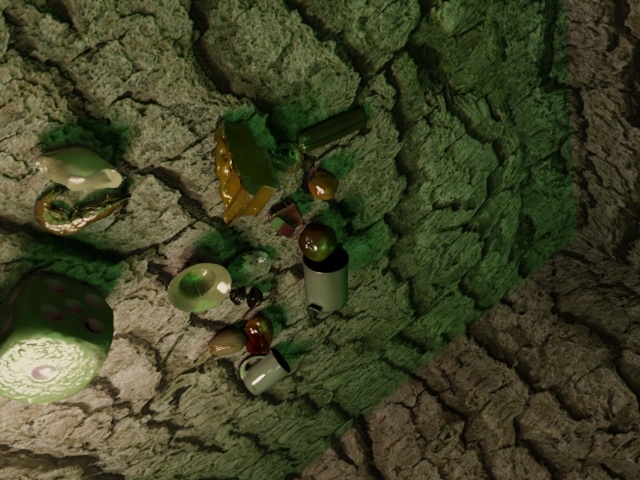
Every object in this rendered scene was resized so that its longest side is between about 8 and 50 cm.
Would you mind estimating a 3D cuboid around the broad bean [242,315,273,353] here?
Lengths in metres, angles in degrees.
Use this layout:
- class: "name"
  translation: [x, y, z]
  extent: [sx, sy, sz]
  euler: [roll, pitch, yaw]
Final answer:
- class: "broad bean"
  translation: [-0.312, 0.466, 2.142]
  extent: [0.156, 0.122, 0.228]
  euler: [6, 118, -2]

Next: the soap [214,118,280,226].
- class: "soap"
  translation: [-0.321, -0.250, 1.643]
  extent: [0.170, 0.304, 0.339]
  euler: [-17, 170, -30]

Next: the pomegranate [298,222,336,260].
- class: "pomegranate"
  translation: [0.000, 0.000, 1.971]
  extent: [0.210, 0.180, 0.179]
  euler: [-18, 139, -62]

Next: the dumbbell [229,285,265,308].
- class: "dumbbell"
  translation: [-0.340, 0.257, 1.976]
  extent: [0.209, 0.099, 0.099]
  euler: [20, 110, -41]

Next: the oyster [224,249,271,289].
- class: "oyster"
  translation: [-0.344, 0.136, 1.889]
  extent: [0.199, 0.087, 0.252]
  euler: [38, 91, -35]

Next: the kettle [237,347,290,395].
- class: "kettle"
  translation: [-0.319, 0.696, 2.304]
  extent: [0.236, 0.161, 0.221]
  euler: [-39, 108, 1]

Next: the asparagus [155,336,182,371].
- class: "asparagus"
  translation: [-0.703, 0.528, 1.998]
  extent: [0.023, 0.022, 0.232]
  euler: [36, 106, 0]

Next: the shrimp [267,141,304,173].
- class: "shrimp"
  translation: [-0.150, -0.337, 1.684]
  extent: [0.224, 0.047, 0.126]
  euler: [14, 107, -46]

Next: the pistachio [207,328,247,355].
- class: "pistachio"
  translation: [-0.448, 0.492, 2.067]
  extent: [0.185, 0.124, 0.124]
  euler: [-18, 131, -18]

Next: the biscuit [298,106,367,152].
- class: "biscuit"
  translation: [0.053, -0.448, 1.734]
  extent: [0.323, 0.038, 0.099]
  euler: [-28, 130, -18]

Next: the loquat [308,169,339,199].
- class: "loquat"
  translation: [0.012, -0.239, 1.826]
  extent: [0.137, 0.113, 0.137]
  euler: [-1, 92, -32]

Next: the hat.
- class: "hat"
  translation: [-0.509, 0.161, 1.766]
  extent: [0.258, 0.130, 0.257]
  euler: [-17, 130, -21]

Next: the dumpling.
- class: "dumpling"
  translation: [-0.755, -0.210, 1.344]
  extent: [0.216, 0.126, 0.166]
  euler: [-17, 158, -34]

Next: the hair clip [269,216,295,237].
- class: "hair clip"
  translation: [-0.158, -0.053, 1.833]
  extent: [0.054, 0.022, 0.137]
  euler: [-49, 134, 4]

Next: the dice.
- class: "dice"
  translation: [-0.936, 0.333, 1.480]
  extent: [0.322, 0.330, 0.318]
  euler: [-48, 130, 7]

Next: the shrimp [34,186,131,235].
- class: "shrimp"
  translation: [-0.789, -0.122, 1.422]
  extent: [0.296, 0.058, 0.169]
  euler: [-28, 132, -7]

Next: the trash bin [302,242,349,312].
- class: "trash bin"
  translation: [0.029, 0.181, 2.077]
  extent: [0.277, 0.218, 0.262]
  euler: [-50, 148, -42]

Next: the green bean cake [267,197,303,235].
- class: "green bean cake"
  translation: [-0.152, -0.102, 1.855]
  extent: [0.136, 0.056, 0.135]
  euler: [-31, 135, -9]
